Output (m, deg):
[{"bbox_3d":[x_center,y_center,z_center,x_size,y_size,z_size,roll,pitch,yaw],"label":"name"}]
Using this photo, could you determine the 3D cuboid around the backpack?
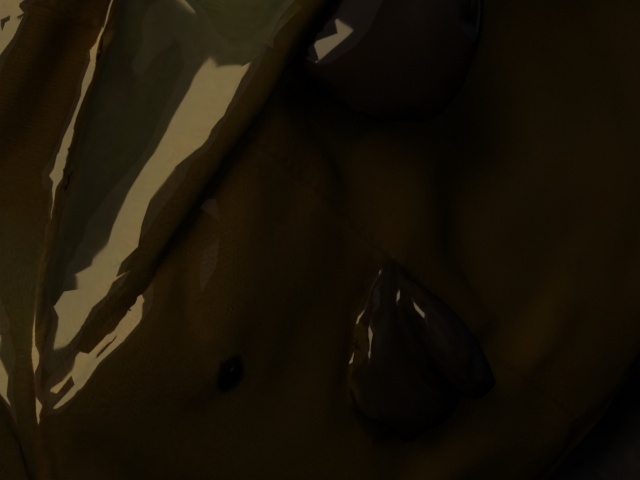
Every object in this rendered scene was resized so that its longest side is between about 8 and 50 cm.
[{"bbox_3d":[-0.003,0.000,0.745,0.201,0.353,0.378,11,71,44],"label":"backpack"}]
